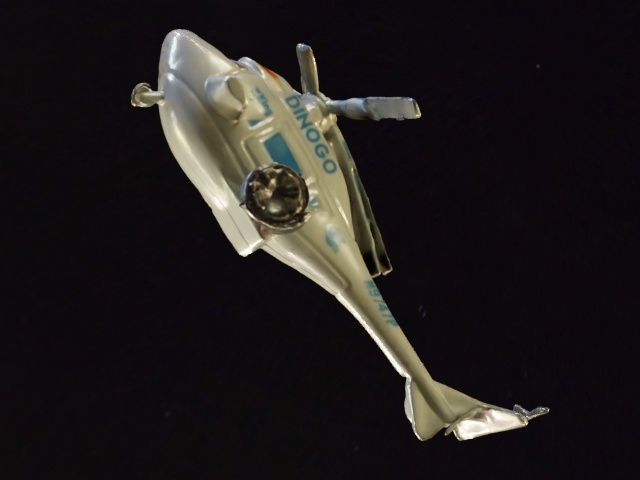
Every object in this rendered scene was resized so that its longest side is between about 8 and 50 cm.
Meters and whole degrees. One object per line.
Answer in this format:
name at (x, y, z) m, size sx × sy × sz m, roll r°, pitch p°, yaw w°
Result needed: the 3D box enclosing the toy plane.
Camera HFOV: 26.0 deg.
toy plane at (-0.004, 0.004, 0.759) m, size 0.107 × 0.182 × 0.273 m, roll -32°, pitch -73°, yaw -32°
